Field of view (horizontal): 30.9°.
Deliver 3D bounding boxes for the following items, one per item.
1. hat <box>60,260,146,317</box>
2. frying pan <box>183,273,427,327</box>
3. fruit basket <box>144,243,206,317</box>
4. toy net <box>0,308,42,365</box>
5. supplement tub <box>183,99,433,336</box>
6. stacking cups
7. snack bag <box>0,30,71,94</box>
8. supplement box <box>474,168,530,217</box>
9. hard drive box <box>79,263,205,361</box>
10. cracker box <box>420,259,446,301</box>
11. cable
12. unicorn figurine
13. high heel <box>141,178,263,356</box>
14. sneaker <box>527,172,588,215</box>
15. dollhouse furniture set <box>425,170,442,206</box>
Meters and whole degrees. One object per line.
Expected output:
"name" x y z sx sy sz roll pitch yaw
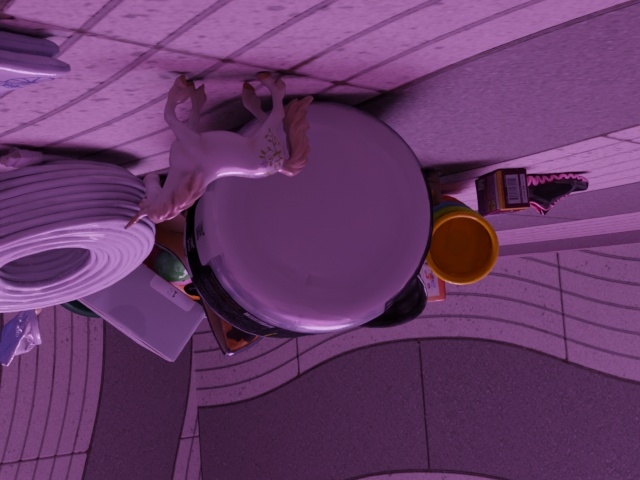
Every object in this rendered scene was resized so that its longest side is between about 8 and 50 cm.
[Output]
"hat" -0.431 0.035 2.282 0.173 0.183 0.208 -13 130 20
"frying pan" -0.004 0.062 1.513 0.326 0.053 0.197 -19 131 42
"fruit basket" -0.184 0.045 1.802 0.327 0.165 0.353 4 172 44
"toy net" -0.340 0.052 1.458 0.045 0.232 0.122 24 165 -35
"supplement tub" -0.027 -0.007 1.148 0.207 0.207 0.338 -3 174 -12
"stacking cups" 0.185 -0.012 1.602 0.096 0.096 0.316 -4 -172 4
"snack bag" -0.390 -0.106 0.727 0.323 0.037 0.343 -7 174 36
"supplement box" 0.245 -0.063 1.565 0.043 0.054 0.083 -5 176 -16
"hard drive box" -0.280 0.075 1.637 0.181 0.089 0.232 38 170 -18
"cracker box" 0.087 0.031 1.922 0.232 0.155 0.067 -4 176 5
"cable" -0.300 -0.001 1.250 0.257 0.089 0.257 -1 155 -41
"unicorn figurine" -0.085 -0.072 0.909 0.162 0.111 0.060 -4 175 5
"high heel" -0.168 0.027 1.360 0.261 0.186 0.093 18 143 5
"sneaker" 0.317 -0.063 1.616 0.119 0.057 0.047 -5 173 -9
"dollhouse furniture set" 0.000 0.000 1.533 0.198 0.151 0.302 1 173 -43
